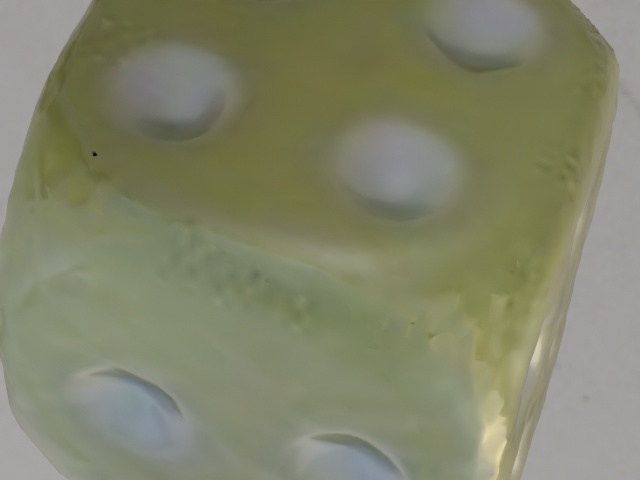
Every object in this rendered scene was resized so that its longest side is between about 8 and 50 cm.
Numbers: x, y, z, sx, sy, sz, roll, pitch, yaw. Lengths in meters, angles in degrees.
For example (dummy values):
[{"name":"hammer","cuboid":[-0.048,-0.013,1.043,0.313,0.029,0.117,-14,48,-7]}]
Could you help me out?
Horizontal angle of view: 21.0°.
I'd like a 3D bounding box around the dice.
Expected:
[{"name":"dice","cuboid":[0.000,0.000,0.791,0.233,0.238,0.227,15,139,9]}]
